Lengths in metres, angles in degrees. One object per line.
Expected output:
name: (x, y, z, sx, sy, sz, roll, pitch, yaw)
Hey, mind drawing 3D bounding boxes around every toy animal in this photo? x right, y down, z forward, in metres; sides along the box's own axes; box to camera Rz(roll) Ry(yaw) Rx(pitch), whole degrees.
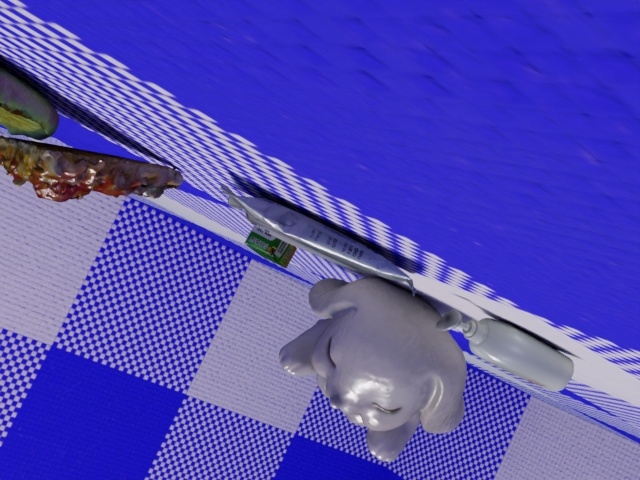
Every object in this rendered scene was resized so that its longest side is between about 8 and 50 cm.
toy animal: (0.078, 0.143, 1.109, 0.271, 0.206, 0.265, 44, 166, 12)

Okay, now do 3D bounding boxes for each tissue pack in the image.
tissue pack: (0.000, 0.000, 0.785, 0.193, 0.026, 0.122, 26, 176, 0)

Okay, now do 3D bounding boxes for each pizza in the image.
pizza: (-0.256, -0.067, 0.864, 0.200, 0.053, 0.193, 11, -176, 6)

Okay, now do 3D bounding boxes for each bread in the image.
bread: (-0.372, -0.174, 0.761, 0.301, 0.045, 0.301, 24, 173, 3)

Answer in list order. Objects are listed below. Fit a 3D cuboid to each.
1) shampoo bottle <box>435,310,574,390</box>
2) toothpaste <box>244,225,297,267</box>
shampoo bottle: (0.184, 0.105, 0.869, 0.151, 0.045, 0.077, 29, 175, -30)
toothpaste: (-0.065, 0.008, 1.176, 0.043, 0.037, 0.178, 29, 176, 7)
